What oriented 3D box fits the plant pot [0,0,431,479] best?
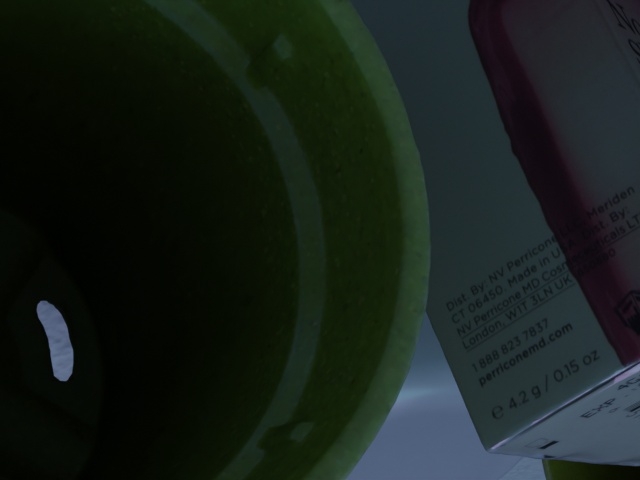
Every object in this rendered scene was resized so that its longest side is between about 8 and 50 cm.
[{"bbox_3d":[-0.136,0.018,0.562,0.276,0.276,0.254,-8,164,-26],"label":"plant pot"}]

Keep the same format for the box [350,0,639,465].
[{"bbox_3d":[0.113,-0.032,0.643,0.127,0.232,0.149,-35,152,27],"label":"box"}]

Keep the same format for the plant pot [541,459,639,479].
[{"bbox_3d":[0.385,0.151,1.245,0.294,0.274,0.275,-22,161,-40],"label":"plant pot"}]

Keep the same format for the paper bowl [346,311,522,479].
[{"bbox_3d":[0.014,0.069,0.814,0.284,0.148,0.284,-13,147,-9],"label":"paper bowl"}]
